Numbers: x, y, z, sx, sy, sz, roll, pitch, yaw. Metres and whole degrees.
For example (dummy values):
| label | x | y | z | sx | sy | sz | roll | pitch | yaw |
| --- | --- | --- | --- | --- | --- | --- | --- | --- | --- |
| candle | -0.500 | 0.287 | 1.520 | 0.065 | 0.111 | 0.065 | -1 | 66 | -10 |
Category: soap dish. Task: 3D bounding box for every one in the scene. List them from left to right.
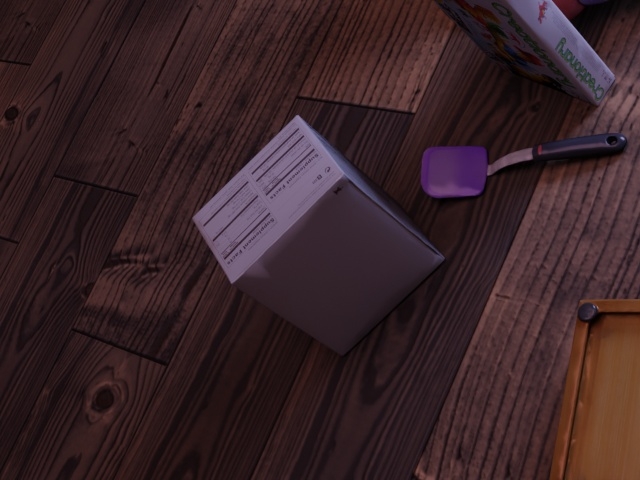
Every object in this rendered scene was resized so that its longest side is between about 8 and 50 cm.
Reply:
| label | x | y | z | sx | sy | sz | roll | pitch | yaw |
| --- | --- | --- | --- | --- | --- | --- | --- | --- | --- |
| soap dish | 0.373 | 0.195 | 1.364 | 0.229 | 0.118 | 0.291 | -2 | 65 | 37 |

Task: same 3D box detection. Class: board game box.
| label | x | y | z | sx | sy | sz | roll | pitch | yaw |
| --- | --- | --- | --- | --- | --- | --- | --- | --- | --- |
| board game box | 0.243 | -0.294 | 1.623 | 0.193 | 0.305 | 0.053 | 31 | 88 | 44 |

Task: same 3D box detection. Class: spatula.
| label | x | y | z | sx | sy | sz | roll | pitch | yaw |
| --- | --- | --- | --- | --- | --- | --- | --- | --- | --- |
| spatula | 0.273 | -0.110 | 1.682 | 0.296 | 0.030 | 0.084 | -9 | 60 | 33 |

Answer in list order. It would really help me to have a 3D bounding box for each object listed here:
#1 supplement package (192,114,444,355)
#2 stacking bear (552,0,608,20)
| label | x | y | z | sx | sy | sz | roll | pitch | yaw |
| --- | --- | --- | --- | --- | --- | --- | --- | --- | --- |
| supplement package | 0.000 | 0.000 | 1.664 | 0.204 | 0.262 | 0.145 | -44 | 46 | 8 |
| stacking bear | 0.432 | -0.425 | 1.657 | 0.289 | 0.175 | 0.164 | -22 | 79 | 27 |
